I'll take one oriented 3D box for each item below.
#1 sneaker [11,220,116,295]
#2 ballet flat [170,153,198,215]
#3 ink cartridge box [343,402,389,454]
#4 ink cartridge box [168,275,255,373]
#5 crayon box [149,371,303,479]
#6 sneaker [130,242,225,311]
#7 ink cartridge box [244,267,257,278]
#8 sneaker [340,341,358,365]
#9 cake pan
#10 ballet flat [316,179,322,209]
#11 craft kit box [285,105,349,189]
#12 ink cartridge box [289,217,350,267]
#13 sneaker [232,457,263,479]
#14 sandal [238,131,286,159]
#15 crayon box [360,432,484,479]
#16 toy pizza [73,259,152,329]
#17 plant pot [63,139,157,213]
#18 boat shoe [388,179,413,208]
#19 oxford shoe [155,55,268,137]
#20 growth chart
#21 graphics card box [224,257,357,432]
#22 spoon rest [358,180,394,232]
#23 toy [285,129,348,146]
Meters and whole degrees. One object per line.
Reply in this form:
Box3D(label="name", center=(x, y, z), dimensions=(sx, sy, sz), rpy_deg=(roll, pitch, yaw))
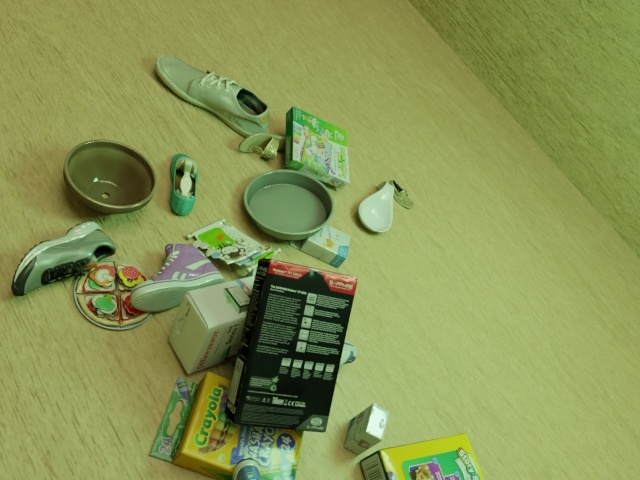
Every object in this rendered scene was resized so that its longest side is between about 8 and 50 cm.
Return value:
Box3D(label="sneaker", center=(-0.607, 0.049, 1.336), dimensions=(0.108, 0.100, 0.271), rpy_deg=(37, 42, 9))
Box3D(label="ballet flat", center=(-0.403, -0.189, 1.685), dimensions=(0.083, 0.087, 0.247), rpy_deg=(12, 49, -25))
Box3D(label="ink cartridge box", center=(0.119, 0.490, 1.454), dimensions=(0.052, 0.122, 0.088), rpy_deg=(32, 44, -8))
Box3D(label="ink cartridge box", center=(-0.213, 0.200, 1.402), dimensions=(0.278, 0.201, 0.117), rpy_deg=(-12, 53, -39))
Box3D(label="crayon box", center=(-0.203, 0.446, 1.304), dimensions=(0.323, 0.083, 0.203), rpy_deg=(25, 45, -14))
Box3D(label="sneaker", center=(-0.397, 0.086, 1.454), dimensions=(0.161, 0.102, 0.282), rpy_deg=(52, 29, 17))
Box3D(label="ink cartridge box", center=(-0.141, 0.150, 1.601), dimensions=(0.150, 0.063, 0.109), rpy_deg=(19, 47, -20))
Box3D(label="sneaker", center=(-0.040, 0.337, 1.480), dimensions=(0.315, 0.127, 0.182), rpy_deg=(18, 83, -53))
Box3D(label="cake pan", center=(-0.102, -0.112, 1.798), dimensions=(0.293, 0.054, 0.293), rpy_deg=(7, 48, -8))
Box3D(label="ballet flat", center=(-0.007, -0.152, 1.935), dimensions=(0.073, 0.067, 0.206), rpy_deg=(15, 48, -22))
Box3D(label="craft kit box", center=(-0.011, -0.333, 2.018), dimensions=(0.246, 0.061, 0.250), rpy_deg=(20, 53, -33))
Box3D(label="ink cartridge box", center=(0.000, 0.000, 1.819), dimensions=(0.181, 0.061, 0.104), rpy_deg=(25, 45, -14))
Box3D(label="sneaker", center=(-0.149, 0.577, 1.183), dimensions=(0.080, 0.081, 0.211), rpy_deg=(-9, 94, -14))
Box3D(label="sandal", center=(-0.166, -0.320, 1.952), dimensions=(0.240, 0.088, 0.079), rpy_deg=(-13, 57, -45))
Box3D(label="crayon box", center=(0.301, 0.701, 1.418), dimensions=(0.313, 0.106, 0.363), rpy_deg=(4, 54, -33))
Box3D(label="toy pizza", center=(-0.505, 0.128, 1.397), dimensions=(0.201, 0.032, 0.201), rpy_deg=(18, 48, -21))
Box3D(label="plant pot", center=(-0.575, -0.151, 1.522), dimensions=(0.237, 0.110, 0.237), rpy_deg=(18, 46, -20))
Box3D(label="boat shoe", center=(0.314, -0.182, 2.191), dimensions=(0.135, 0.045, 0.050), rpy_deg=(43, 44, 4))
Box3D(label="oxford shoe", center=(-0.363, -0.525, 1.960), dimensions=(0.449, 0.130, 0.169), rpy_deg=(32, 45, -5))
Box3D(label="growth chart", center=(-0.255, 0.014, 1.624), dimensions=(0.237, 0.021, 0.172), rpy_deg=(29, 37, 16))
Box3D(label="graphics card box", center=(-0.065, 0.242, 1.296), dimensions=(0.232, 0.094, 0.371), rpy_deg=(13, 85, -25))
Box3D(label="spoon rest", center=(0.217, -0.133, 2.059), dimensions=(0.137, 0.084, 0.276), rpy_deg=(32, 43, -7))
Box3D(label="toy", center=(-0.001, -0.407, 2.156), dimensions=(0.237, 0.056, 0.137), rpy_deg=(34, 42, -6))
